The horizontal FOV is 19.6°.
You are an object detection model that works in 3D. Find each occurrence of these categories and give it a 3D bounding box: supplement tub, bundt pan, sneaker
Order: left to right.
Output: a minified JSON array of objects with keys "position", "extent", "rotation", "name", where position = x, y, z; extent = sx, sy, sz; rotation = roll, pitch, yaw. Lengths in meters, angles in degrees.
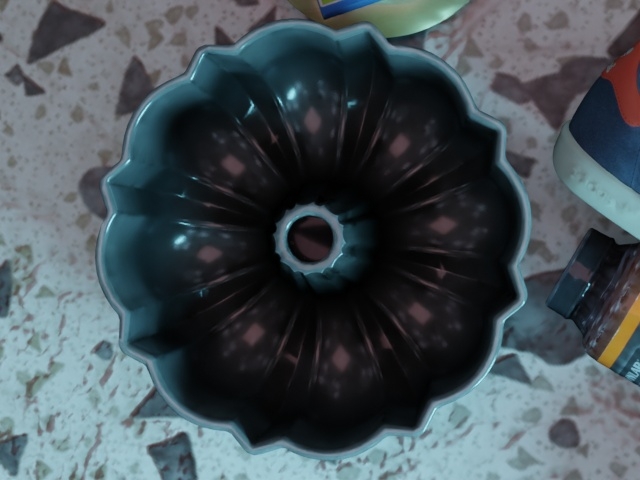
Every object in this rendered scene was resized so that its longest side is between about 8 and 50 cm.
[{"position":[0.000,0.000,1.423],"extent":[0.330,0.124,0.331],"rotation":[0,89,8],"name":"bundt pan"},{"position":[0.271,0.069,1.393],"extent":[0.198,0.106,0.106],"rotation":[30,94,8],"name":"supplement tub"},{"position":[0.341,-0.026,1.339],"extent":[0.350,0.131,0.148],"rotation":[34,117,13],"name":"sneaker"}]

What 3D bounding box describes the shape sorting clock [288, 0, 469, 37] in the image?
[{"position":[0.046,-0.262,1.454],"extent":[0.206,0.040,0.206],"rotation":[0,98,-2],"name":"shape sorting clock"}]
